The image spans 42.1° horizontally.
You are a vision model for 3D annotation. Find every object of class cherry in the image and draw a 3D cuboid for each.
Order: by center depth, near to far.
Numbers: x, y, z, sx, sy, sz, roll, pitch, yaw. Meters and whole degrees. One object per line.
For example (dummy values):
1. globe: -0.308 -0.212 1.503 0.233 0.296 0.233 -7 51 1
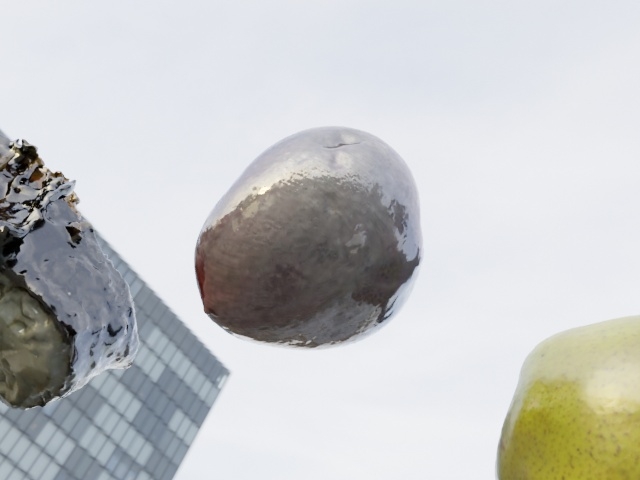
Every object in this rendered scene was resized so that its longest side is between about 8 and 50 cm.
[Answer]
1. cherry: 0.000 0.000 0.791 0.183 0.266 0.213 28 -44 45

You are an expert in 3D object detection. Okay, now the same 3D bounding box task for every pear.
1. pear: 0.311 0.205 0.748 0.294 0.294 0.294 13 -46 14

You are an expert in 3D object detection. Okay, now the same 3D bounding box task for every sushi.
1. sushi: -0.344 0.014 0.935 0.348 0.207 0.234 49 -55 5
